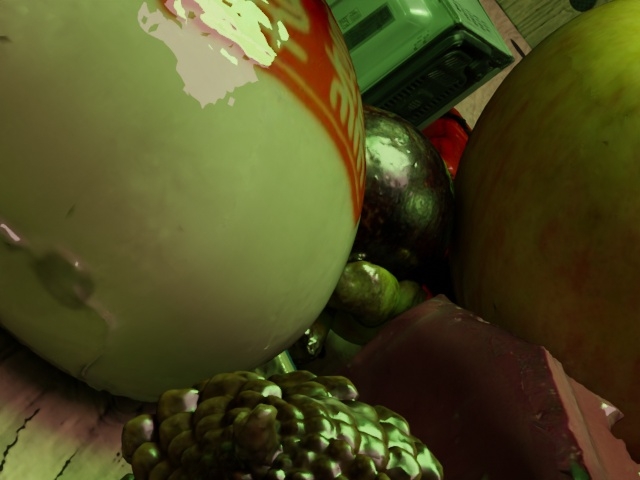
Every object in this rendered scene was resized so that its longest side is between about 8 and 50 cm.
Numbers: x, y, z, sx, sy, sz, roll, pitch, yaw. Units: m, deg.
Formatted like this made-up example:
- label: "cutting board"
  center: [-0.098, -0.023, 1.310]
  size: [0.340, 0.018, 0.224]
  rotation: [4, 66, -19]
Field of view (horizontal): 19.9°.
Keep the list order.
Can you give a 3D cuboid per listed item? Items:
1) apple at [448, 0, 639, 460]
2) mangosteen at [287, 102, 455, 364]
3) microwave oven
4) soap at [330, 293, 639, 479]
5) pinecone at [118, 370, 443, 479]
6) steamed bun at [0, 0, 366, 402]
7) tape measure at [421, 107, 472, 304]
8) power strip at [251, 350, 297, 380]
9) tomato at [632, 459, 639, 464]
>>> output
- label: "apple"
  center: [0.272, -0.018, 1.381]
  size: [0.364, 0.364, 0.364]
  rotation: [47, 19, -21]
- label: "mangosteen"
  center: [0.000, 0.000, 1.350]
  size: [0.192, 0.192, 0.217]
  rotation: [38, 54, -40]
- label: "microwave oven"
  center: [0.051, -0.165, 1.706]
  size: [0.122, 0.208, 0.162]
  rotation: [61, 19, 22]
- label: "soap"
  center: [0.103, 0.183, 1.179]
  size: [0.127, 0.220, 0.325]
  rotation: [30, 27, -33]
- label: "pinecone"
  center: [-0.007, 0.163, 0.994]
  size: [0.212, 0.168, 0.185]
  rotation: [34, 24, -47]
- label: "steamed bun"
  center: [-0.112, -0.099, 1.122]
  size: [0.374, 0.241, 0.374]
  rotation: [47, 15, -17]
- label: "tape measure"
  center: [0.148, -0.001, 1.801]
  size: [0.260, 0.114, 0.253]
  rotation: [50, 18, -9]
- label: "power strip"
  center: [-0.032, 0.117, 1.201]
  size: [0.123, 0.056, 0.032]
  rotation: [63, 7, 30]
- label: "tomato"
  center: [0.279, 0.153, 1.620]
  size: [0.256, 0.224, 0.256]
  rotation: [11, 38, -9]
